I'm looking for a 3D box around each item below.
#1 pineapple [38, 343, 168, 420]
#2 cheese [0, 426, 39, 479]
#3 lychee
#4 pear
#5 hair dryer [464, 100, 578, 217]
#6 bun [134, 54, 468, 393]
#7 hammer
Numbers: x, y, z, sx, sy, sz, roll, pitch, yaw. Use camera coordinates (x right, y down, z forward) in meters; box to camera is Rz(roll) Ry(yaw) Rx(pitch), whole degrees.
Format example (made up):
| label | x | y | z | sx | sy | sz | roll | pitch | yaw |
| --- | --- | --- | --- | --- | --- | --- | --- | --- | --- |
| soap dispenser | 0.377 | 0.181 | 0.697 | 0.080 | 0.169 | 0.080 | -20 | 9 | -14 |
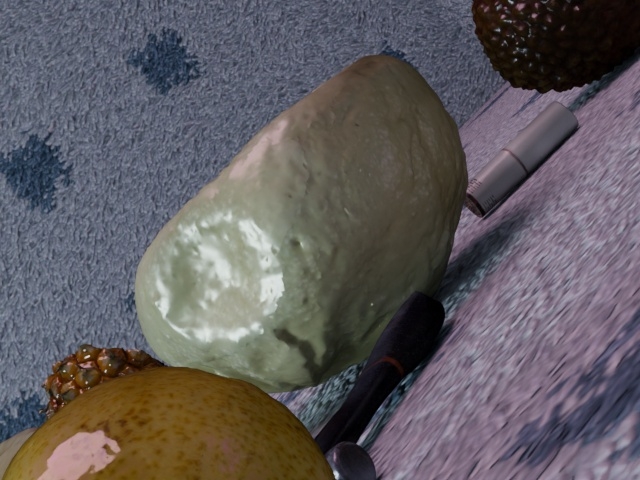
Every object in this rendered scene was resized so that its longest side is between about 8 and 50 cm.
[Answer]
| label | x | y | z | sx | sy | sz | roll | pitch | yaw |
| --- | --- | --- | --- | --- | --- | --- | --- | --- | --- |
| pineapple | -0.330 | 0.330 | 1.770 | 0.262 | 0.262 | 0.271 | -43 | 22 | 33 |
| cheese | -0.425 | 0.400 | 1.557 | 0.326 | 0.115 | 0.318 | -19 | 37 | 50 |
| lychee | 0.312 | -0.301 | 1.501 | 0.236 | 0.236 | 0.271 | -44 | 26 | -6 |
| pear | -0.071 | 0.147 | 0.541 | 0.178 | 0.178 | 0.178 | -44 | 2 | 1 |
| hair dryer | 0.216 | -0.085 | 1.378 | 0.155 | 0.044 | 0.183 | -42 | -2 | -5 |
| bun | 0.000 | 0.000 | 1.112 | 0.352 | 0.227 | 0.349 | -48 | 4 | -33 |
| hammer | 0.027 | 0.116 | 0.826 | 0.137 | 0.037 | 0.290 | -41 | 3 | 33 |
